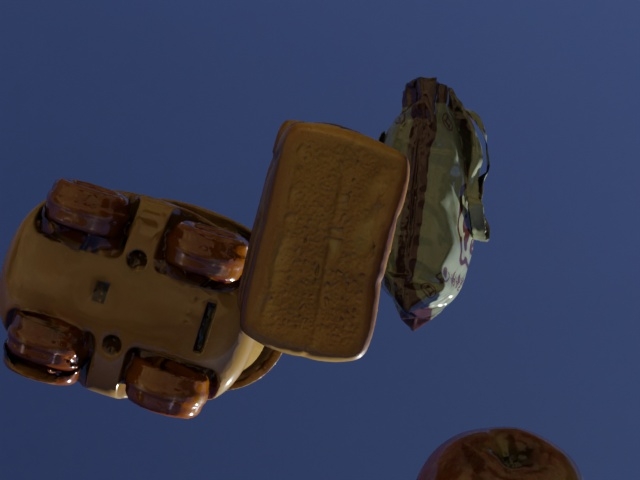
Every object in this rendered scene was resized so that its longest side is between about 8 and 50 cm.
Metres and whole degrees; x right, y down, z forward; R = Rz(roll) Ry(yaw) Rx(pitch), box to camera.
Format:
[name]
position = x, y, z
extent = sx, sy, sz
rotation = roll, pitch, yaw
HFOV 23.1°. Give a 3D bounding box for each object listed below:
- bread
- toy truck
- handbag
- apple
[bread]
position = 0.000, 0.000, 1.345
extent = 0.116, 0.200, 0.077
rotation = 13, -177, -12
[toy truck]
position = -0.174, 0.058, 1.592
extent = 0.288, 0.204, 0.211
rotation = 17, -175, 3
[handbag]
position = 0.109, -0.030, 1.560
extent = 0.127, 0.235, 0.213
rotation = 10, 175, 12
[apple]
position = 0.184, 0.283, 1.601
extent = 0.188, 0.173, 0.188
rotation = 6, -151, -3
